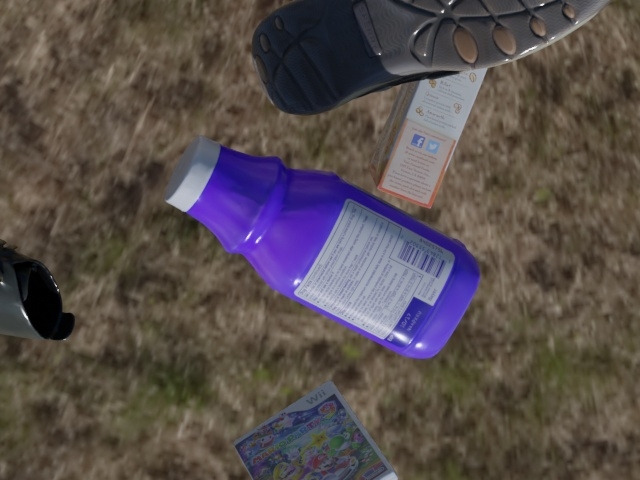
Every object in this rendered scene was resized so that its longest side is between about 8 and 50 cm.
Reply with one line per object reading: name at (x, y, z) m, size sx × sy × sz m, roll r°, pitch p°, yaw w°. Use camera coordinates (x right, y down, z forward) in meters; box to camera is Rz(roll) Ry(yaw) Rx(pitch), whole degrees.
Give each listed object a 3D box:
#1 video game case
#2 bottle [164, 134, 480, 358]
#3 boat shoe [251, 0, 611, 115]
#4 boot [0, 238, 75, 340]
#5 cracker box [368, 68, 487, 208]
video game case at (-0.006, 0.155, 1.114) m, size 0.087 × 0.122 × 0.011 m, roll -33°, pitch 124°, yaw -4°
bottle at (0.000, 0.000, 1.397) m, size 0.282 × 0.092 × 0.118 m, roll 27°, pitch 97°, yaw -15°
boat shoe at (0.105, -0.212, 1.428) m, size 0.355 × 0.130 × 0.132 m, roll -11°, pitch 98°, yaw 30°
boot at (-0.250, -0.005, 0.993) m, size 0.137 × 0.077 × 0.198 m, roll 2°, pitch 148°, yaw 28°
cracker box at (0.125, -0.162, 1.684) m, size 0.067 × 0.156 × 0.232 m, roll 20°, pitch 100°, yaw -5°
